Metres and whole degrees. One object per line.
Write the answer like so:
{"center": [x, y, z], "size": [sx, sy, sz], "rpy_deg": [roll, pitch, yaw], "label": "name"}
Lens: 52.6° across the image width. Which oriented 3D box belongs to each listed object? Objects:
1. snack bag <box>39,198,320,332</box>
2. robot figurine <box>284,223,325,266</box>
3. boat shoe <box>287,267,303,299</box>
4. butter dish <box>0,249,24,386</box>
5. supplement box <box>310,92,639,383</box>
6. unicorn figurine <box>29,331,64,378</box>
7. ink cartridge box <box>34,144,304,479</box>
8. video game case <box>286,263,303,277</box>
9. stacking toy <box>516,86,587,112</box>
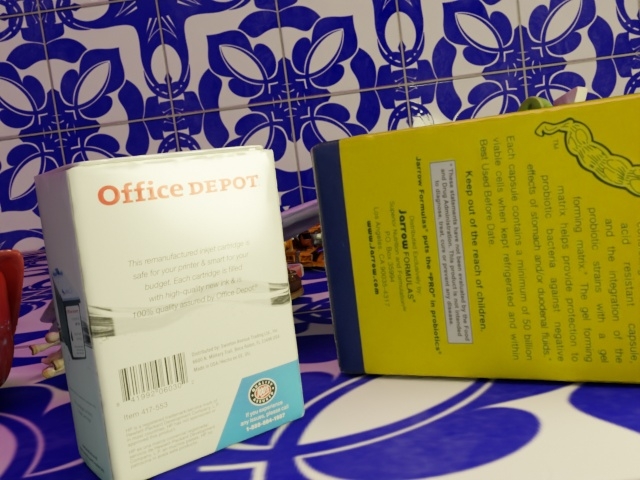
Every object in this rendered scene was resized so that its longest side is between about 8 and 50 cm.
{"center": [-0.125, 0.013, 0.709], "size": [0.342, 0.037, 0.323], "rpy_deg": [-23, -2, -28], "label": "snack bag"}
{"center": [0.000, 0.000, 1.256], "size": [0.211, 0.085, 0.291], "rpy_deg": [-4, 6, 32], "label": "robot figurine"}
{"center": [-0.071, 0.055, 0.869], "size": [0.073, 0.073, 0.207], "rpy_deg": [-10, 4, 10], "label": "boat shoe"}
{"center": [-0.328, 0.102, 0.559], "size": [0.160, 0.118, 0.160], "rpy_deg": [-14, -32, -38], "label": "butter dish"}
{"center": [0.201, -0.009, 0.522], "size": [0.356, 0.196, 0.194], "rpy_deg": [-4, 7, 28], "label": "supplement box"}
{"center": [-0.222, 0.101, 0.655], "size": [0.111, 0.060, 0.161], "rpy_deg": [-17, 13, -39], "label": "unicorn figurine"}
{"center": [-0.096, 0.040, 0.431], "size": [0.139, 0.191, 0.082], "rpy_deg": [-11, 7, -36], "label": "ink cartridge box"}
{"center": [-0.178, 0.078, 0.993], "size": [0.203, 0.025, 0.285], "rpy_deg": [-6, 6, 26], "label": "video game case"}
{"center": [0.521, -0.167, 1.364], "size": [0.130, 0.280, 0.309], "rpy_deg": [3, 2, -13], "label": "stacking toy"}
